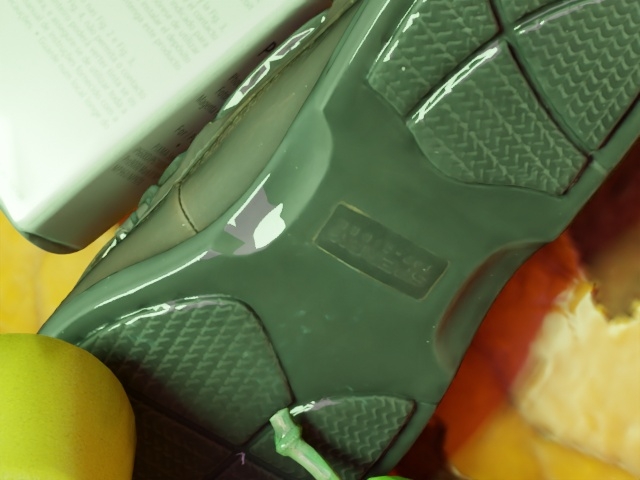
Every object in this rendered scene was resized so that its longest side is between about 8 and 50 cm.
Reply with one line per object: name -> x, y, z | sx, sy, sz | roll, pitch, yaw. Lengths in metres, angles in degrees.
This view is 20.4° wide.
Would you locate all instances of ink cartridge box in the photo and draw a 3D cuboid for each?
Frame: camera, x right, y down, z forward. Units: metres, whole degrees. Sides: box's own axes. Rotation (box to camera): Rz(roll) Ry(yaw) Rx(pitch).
ink cartridge box -> -0.054, -0.139, 0.572 | 0.232, 0.066, 0.189 | -38, 78, 1

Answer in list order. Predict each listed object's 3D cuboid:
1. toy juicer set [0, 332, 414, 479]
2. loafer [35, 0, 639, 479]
toy juicer set -> -0.049, 0.190, 0.553 | 0.209, 0.089, 0.329 | 10, 112, -15
loafer -> 0.000, 0.000, 0.540 | 0.109, 0.095, 0.302 | 36, 116, -14
